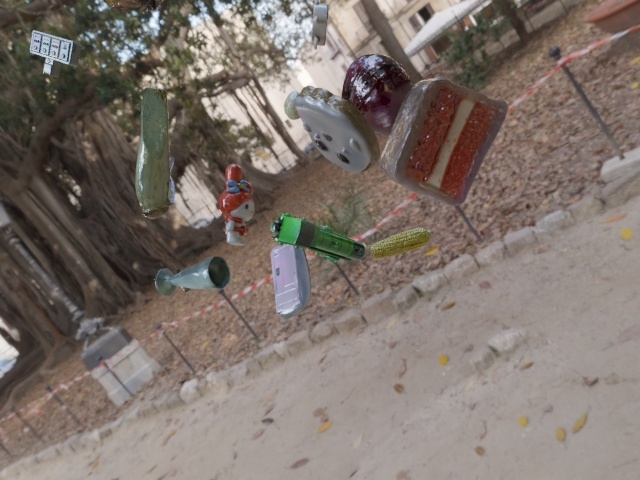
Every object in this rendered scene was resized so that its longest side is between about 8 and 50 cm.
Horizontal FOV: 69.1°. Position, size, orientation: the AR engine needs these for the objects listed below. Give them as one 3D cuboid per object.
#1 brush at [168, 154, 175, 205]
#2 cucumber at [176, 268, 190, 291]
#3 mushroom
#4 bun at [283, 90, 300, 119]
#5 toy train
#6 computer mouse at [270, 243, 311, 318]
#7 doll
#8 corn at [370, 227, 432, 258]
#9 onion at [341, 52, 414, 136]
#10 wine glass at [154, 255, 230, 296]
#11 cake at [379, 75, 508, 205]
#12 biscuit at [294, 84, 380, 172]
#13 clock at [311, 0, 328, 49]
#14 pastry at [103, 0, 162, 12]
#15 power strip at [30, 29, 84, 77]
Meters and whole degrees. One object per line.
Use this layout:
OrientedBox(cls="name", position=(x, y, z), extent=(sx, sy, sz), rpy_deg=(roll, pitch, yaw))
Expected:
OrientedBox(cls="brush", position=(-0.570, -0.215, 1.682), extent=(0.067, 0.072, 0.312), rpy_deg=(-44, 39, 25))
OrientedBox(cls="cucumber", position=(-0.456, 0.133, 1.539), extent=(0.034, 0.033, 0.135), rpy_deg=(-32, 30, -19))
OrientedBox(cls="mushroom", position=(-0.429, -0.219, 1.196), extent=(0.087, 0.332, 0.107), rpy_deg=(1, 17, -18))
OrientedBox(cls="bun", position=(-0.116, -0.552, 1.901), extent=(0.069, 0.115, 0.115), rpy_deg=(-5, 10, -1))
OrientedBox(cls="toy train", position=(0.000, 0.000, 1.088), extent=(0.119, 0.251, 0.084), rpy_deg=(12, 86, 50))
OrientedBox(cls="computer mouse", position=(-0.093, 0.116, 1.403), extent=(0.126, 0.245, 0.056), rpy_deg=(-25, -32, 25))
OrientedBox(cls="doll", position=(-0.305, -0.130, 1.688), extent=(0.130, 0.290, 0.161), rpy_deg=(-2, -9, 14))
OrientedBox(cls="corn", position=(0.261, 0.009, 1.513), extent=(0.207, 0.067, 0.067), rpy_deg=(-17, 11, 5))
OrientedBox(cls="onion", position=(0.247, -0.549, 1.827), extent=(0.282, 0.336, 0.260), rpy_deg=(-38, 53, -4))
OrientedBox(cls="wine glass", position=(-0.281, 0.078, 1.014), extent=(0.155, 0.073, 0.073), rpy_deg=(-9, 20, 24))
OrientedBox(cls="cake", position=(0.319, -0.269, 1.268), extent=(0.230, 0.237, 0.308), rpy_deg=(-105, 36, -77))
OrientedBox(cls="biscuit", position=(0.032, -0.206, 0.920), extent=(0.181, 0.208, 0.049), rpy_deg=(30, 72, 34))
OrientedBox(cls="clock", position=(-0.001, -0.845, 1.816), extent=(0.063, 0.229, 0.155), rpy_deg=(3, -21, -5))
OrientedBox(cls="pastry", position=(-0.371, -0.647, 0.843), extent=(0.337, 0.405, 0.292), rpy_deg=(-46, 17, -7))
OrientedBox(cls="power strip", position=(-0.993, -0.689, 1.739), extent=(0.061, 0.216, 0.145), rpy_deg=(-11, -59, -68))
